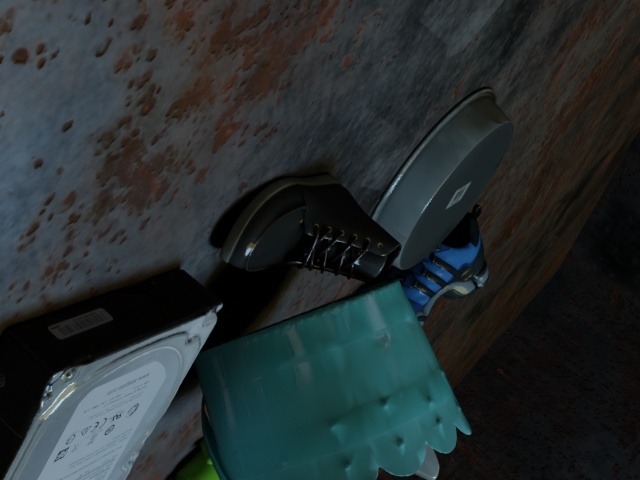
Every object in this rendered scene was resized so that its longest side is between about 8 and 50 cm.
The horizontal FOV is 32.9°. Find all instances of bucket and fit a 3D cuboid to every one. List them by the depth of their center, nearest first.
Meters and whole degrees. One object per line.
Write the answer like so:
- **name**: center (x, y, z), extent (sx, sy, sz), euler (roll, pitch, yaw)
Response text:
- **bucket**: center (0.003, 0.165, 1.162), extent (0.281, 0.183, 0.281), euler (-20, 177, -1)

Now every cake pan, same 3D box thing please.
- **cake pan**: center (0.169, -0.075, 1.501), extent (0.293, 0.054, 0.293), euler (-46, 163, -18)

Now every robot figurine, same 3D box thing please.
- **robot figurine**: center (-0.148, 0.314, 1.457), extent (0.115, 0.067, 0.101), euler (-39, 129, -35)

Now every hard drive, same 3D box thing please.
- **hard drive**: center (-0.236, 0.192, 0.952), extent (0.339, 0.064, 0.237), euler (-57, 163, 23)

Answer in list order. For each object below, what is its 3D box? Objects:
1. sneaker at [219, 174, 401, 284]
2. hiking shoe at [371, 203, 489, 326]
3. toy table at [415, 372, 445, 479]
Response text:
- **sneaker**: center (0.000, 0.000, 1.074), extent (0.222, 0.118, 0.083), euler (-26, 150, -57)
- **hiking shoe**: center (0.138, 0.052, 1.664), extent (0.304, 0.113, 0.132), euler (-30, 124, -38)
- **toy table**: center (0.105, 0.280, 1.813), extent (0.161, 0.252, 0.274), euler (-62, 157, -23)
